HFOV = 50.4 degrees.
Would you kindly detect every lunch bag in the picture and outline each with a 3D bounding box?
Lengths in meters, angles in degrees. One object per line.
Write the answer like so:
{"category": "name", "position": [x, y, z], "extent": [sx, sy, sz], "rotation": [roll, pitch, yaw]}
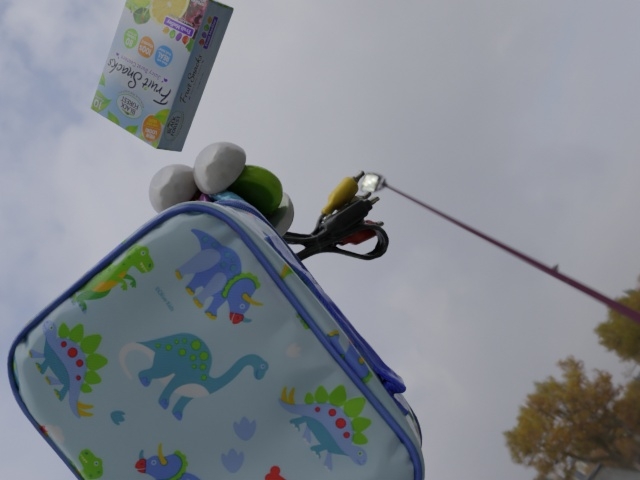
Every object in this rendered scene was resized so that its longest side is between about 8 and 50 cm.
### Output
{"category": "lunch bag", "position": [-0.053, 0.094, 0.403], "extent": [0.176, 0.219, 0.090], "rotation": [-40, -1, 7]}

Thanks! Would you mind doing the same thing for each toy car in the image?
{"category": "toy car", "position": [-0.131, -0.027, 0.885], "extent": [0.159, 0.182, 0.136], "rotation": [47, -147, -39]}

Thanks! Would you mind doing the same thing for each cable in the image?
{"category": "cable", "position": [0.000, 0.000, 1.076], "extent": [0.287, 0.072, 0.139], "rotation": [-30, -79, -29]}

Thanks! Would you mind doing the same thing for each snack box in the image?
{"category": "snack box", "position": [-0.149, -0.167, 0.632], "extent": [0.037, 0.100, 0.141], "rotation": [-1, -62, -58]}
